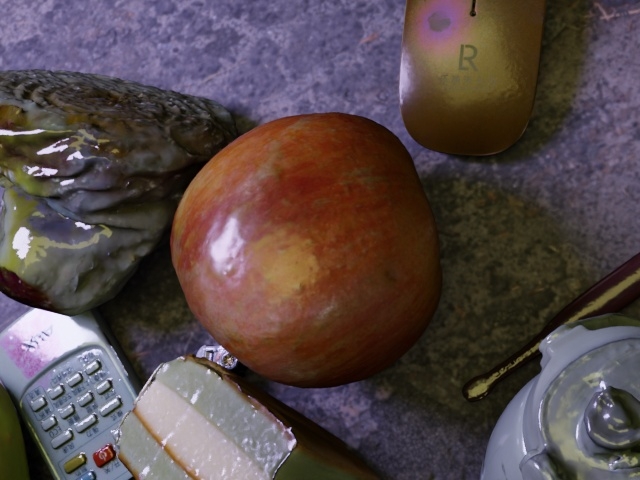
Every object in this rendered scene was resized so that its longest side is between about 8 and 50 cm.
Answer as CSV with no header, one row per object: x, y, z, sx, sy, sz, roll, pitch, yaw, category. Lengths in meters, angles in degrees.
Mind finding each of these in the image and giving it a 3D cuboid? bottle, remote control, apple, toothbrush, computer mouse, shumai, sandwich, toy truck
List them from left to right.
-0.265,-0.046,1.152,0.309,0.304,0.263,28,113,42,shumai
-0.260,0.228,1.174,0.145,0.050,0.344,-35,76,4,remote control
-0.120,0.180,1.151,0.063,0.052,0.123,4,83,19,toy truck
-0.073,0.248,1.073,0.227,0.198,0.155,31,86,45,sandwich
0.000,0.000,1.038,0.302,0.301,0.301,-2,80,12,apple
0.178,-0.252,1.154,0.158,0.072,0.310,6,81,11,computer mouse
0.306,0.068,1.088,0.364,0.041,0.041,-37,75,4,toothbrush
0.264,0.185,0.900,0.229,0.351,0.229,-2,62,3,bottle

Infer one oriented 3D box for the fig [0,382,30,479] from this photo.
-0.444,0.294,1.103,0.258,0.258,0.326,1,64,12,fig
